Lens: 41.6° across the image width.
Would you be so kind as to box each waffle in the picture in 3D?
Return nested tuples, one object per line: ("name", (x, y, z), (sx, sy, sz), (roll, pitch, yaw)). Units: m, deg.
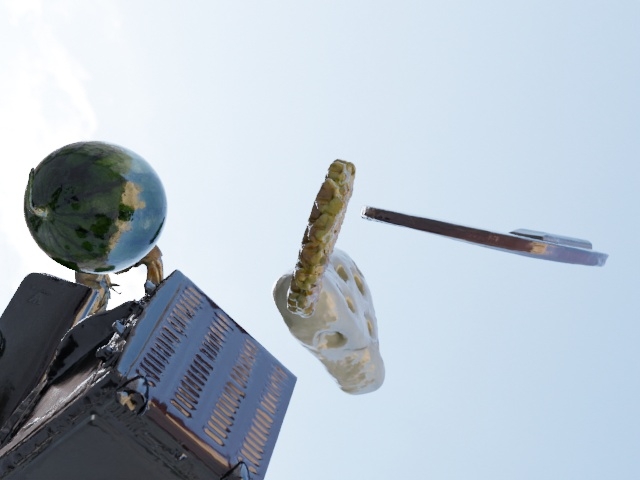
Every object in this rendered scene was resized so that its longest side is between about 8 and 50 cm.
("waffle", (0.001, -0.002, 0.955), (0.038, 0.191, 0.191), (17, -83, 3))

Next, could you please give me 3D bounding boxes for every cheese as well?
("cheese", (0.007, 0.099, 1.670), (0.130, 0.351, 0.328), (-23, -135, 13))

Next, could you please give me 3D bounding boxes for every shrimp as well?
("shrimp", (-0.378, 0.111, 1.545), (0.169, 0.058, 0.295), (6, -112, -5))

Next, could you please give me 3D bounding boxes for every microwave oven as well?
("microwave oven", (-0.177, 0.176, 0.786), (0.247, 0.178, 0.188), (-37, -71, 26))

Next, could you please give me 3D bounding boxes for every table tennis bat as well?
("table tennis bat", (0.149, -0.003, 0.669), (0.173, 0.301, 0.022), (14, -86, 35))

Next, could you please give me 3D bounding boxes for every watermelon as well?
("watermelon", (-0.314, -0.044, 1.153), (0.188, 0.215, 0.188), (7, -76, 27))

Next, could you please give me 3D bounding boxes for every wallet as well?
("wallet", (-0.492, 0.196, 1.355), (0.173, 0.045, 0.318), (14, -113, 30))
